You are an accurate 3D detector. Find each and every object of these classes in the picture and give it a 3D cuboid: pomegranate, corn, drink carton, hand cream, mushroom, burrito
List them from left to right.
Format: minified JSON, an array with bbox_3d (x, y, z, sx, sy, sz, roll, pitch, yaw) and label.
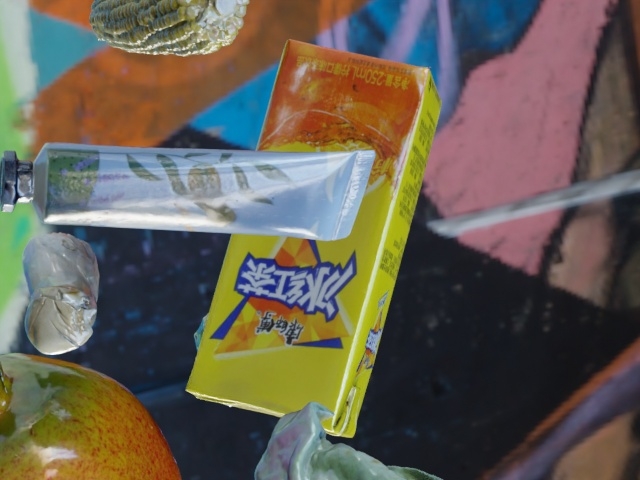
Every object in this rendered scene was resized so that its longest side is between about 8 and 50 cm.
[{"bbox_3d":[-0.211,0.170,1.009,0.221,0.221,0.257,31,-35,52],"label":"pomegranate"},{"bbox_3d":[-0.280,0.062,1.606,0.223,0.081,0.092,-113,-172,-66],"label":"mushroom"},{"bbox_3d":[-0.157,-0.229,1.504,0.288,0.086,0.087,11,-70,59],"label":"corn"},{"bbox_3d":[-0.097,-0.039,1.087,0.058,0.271,0.091,-105,-156,-47],"label":"hand cream"},{"bbox_3d":[0.000,0.000,1.417,0.154,0.111,0.351,13,-99,15],"label":"drink carton"},{"bbox_3d":[0.042,0.227,1.146,0.229,0.089,0.144,25,-58,33],"label":"burrito"}]

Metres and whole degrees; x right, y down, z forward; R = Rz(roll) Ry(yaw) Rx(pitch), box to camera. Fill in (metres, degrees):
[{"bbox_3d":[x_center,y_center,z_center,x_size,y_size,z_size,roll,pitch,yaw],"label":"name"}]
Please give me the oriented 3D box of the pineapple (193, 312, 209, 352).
[{"bbox_3d":[-0.038,0.124,1.633,0.108,0.197,0.108,-179,-90,-78],"label":"pineapple"}]
